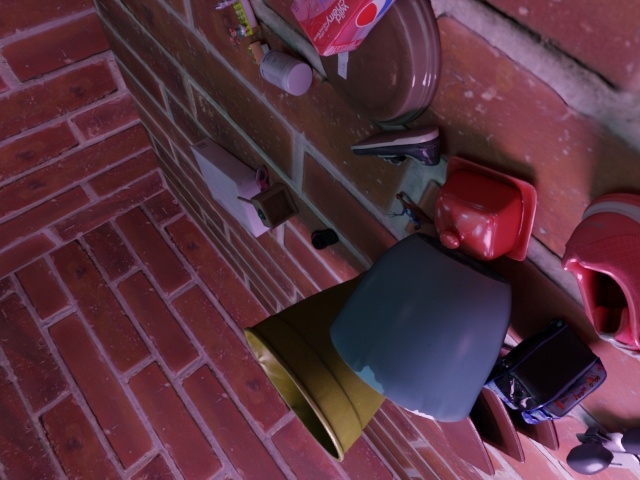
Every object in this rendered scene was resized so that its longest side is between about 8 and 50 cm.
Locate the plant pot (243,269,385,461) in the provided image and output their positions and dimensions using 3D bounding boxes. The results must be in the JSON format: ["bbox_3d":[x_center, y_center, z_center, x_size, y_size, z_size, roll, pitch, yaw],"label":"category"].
[{"bbox_3d":[0.061,0.265,1.008,0.366,0.353,0.367,44,156,27],"label":"plant pot"}]

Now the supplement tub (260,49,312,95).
[{"bbox_3d":[-0.076,-0.366,0.882,0.107,0.071,0.071,40,154,33],"label":"supplement tub"}]

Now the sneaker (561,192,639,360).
[{"bbox_3d":[0.394,0.103,0.500,0.314,0.136,0.116,56,160,-3],"label":"sneaker"}]

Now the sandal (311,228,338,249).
[{"bbox_3d":[0.000,0.000,1.298,0.067,0.040,0.179,56,158,-4],"label":"sandal"}]

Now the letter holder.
[{"bbox_3d":[0.380,0.385,0.927,0.214,0.152,0.302,5,127,61],"label":"letter holder"}]

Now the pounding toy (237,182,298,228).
[{"bbox_3d":[-0.176,-0.119,1.354,0.100,0.141,0.130,20,140,56],"label":"pounding toy"}]

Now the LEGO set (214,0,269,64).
[{"bbox_3d":[-0.190,-0.508,0.859,0.132,0.107,0.287,46,157,22],"label":"LEGO set"}]

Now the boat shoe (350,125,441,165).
[{"bbox_3d":[0.132,-0.162,0.743,0.206,0.075,0.065,11,130,54],"label":"boat shoe"}]

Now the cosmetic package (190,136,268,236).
[{"bbox_3d":[-0.364,-0.221,1.658,0.377,0.097,0.284,38,151,37],"label":"cosmetic package"}]

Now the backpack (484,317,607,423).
[{"bbox_3d":[0.375,0.238,0.710,0.117,0.158,0.173,53,162,25],"label":"backpack"}]

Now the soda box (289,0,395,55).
[{"bbox_3d":[0.067,-0.355,0.505,0.092,0.083,0.263,58,145,-1],"label":"soda box"}]

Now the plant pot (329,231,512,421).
[{"bbox_3d":[0.198,0.127,0.738,0.293,0.235,0.293,25,-167,-6],"label":"plant pot"}]

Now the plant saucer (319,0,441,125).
[{"bbox_3d":[0.079,-0.316,0.677,0.278,0.041,0.278,45,157,24],"label":"plant saucer"}]

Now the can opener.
[{"bbox_3d":[0.525,0.362,0.661,0.076,0.095,0.283,49,158,13],"label":"can opener"}]

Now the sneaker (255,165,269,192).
[{"bbox_3d":[-0.212,-0.222,1.420,0.057,0.047,0.119,57,160,27],"label":"sneaker"}]

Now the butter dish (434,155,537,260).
[{"bbox_3d":[0.240,-0.029,0.653,0.160,0.118,0.160,36,152,41],"label":"butter dish"}]

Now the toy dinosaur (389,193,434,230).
[{"bbox_3d":[0.189,-0.064,0.844,0.090,0.047,0.082,-16,101,33],"label":"toy dinosaur"}]
